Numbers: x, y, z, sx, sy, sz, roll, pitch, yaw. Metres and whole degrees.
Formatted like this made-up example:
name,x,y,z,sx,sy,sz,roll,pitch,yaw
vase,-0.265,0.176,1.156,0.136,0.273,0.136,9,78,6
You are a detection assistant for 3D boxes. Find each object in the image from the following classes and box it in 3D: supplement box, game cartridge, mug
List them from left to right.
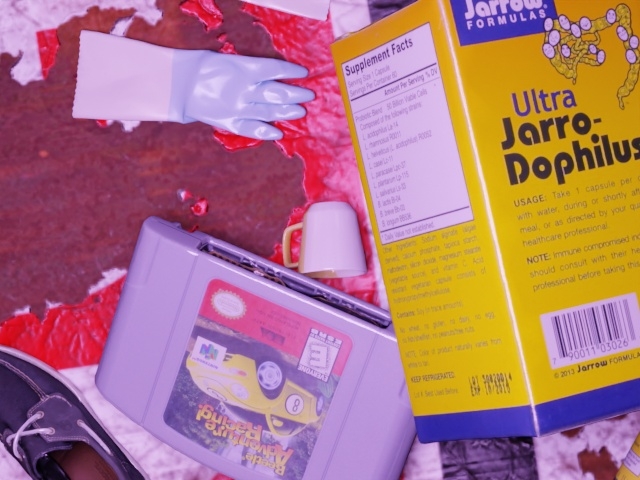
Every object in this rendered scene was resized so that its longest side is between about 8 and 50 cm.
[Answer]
name,x,y,z,sx,sy,sz,roll,pitch,yaw
game cartridge,-0.051,0.120,1.701,0.294,0.060,0.196,22,115,9
mug,0.002,-0.001,1.710,0.078,0.062,0.064,-3,83,5
supplement box,0.168,-0.028,1.571,0.195,0.194,0.357,-12,89,-26

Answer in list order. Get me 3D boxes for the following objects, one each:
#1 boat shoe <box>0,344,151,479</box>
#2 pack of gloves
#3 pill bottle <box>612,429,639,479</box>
name,x,y,z,sx,sy,sz,roll,pitch,yaw
boat shoe,-0.249,0.179,1.754,0.233,0.079,0.084,42,100,9
pack of gloves,-0.112,-0.196,1.734,0.232,0.046,0.195,7,92,11
pill bottle,0.338,0.161,1.615,0.119,0.119,0.208,28,96,9
